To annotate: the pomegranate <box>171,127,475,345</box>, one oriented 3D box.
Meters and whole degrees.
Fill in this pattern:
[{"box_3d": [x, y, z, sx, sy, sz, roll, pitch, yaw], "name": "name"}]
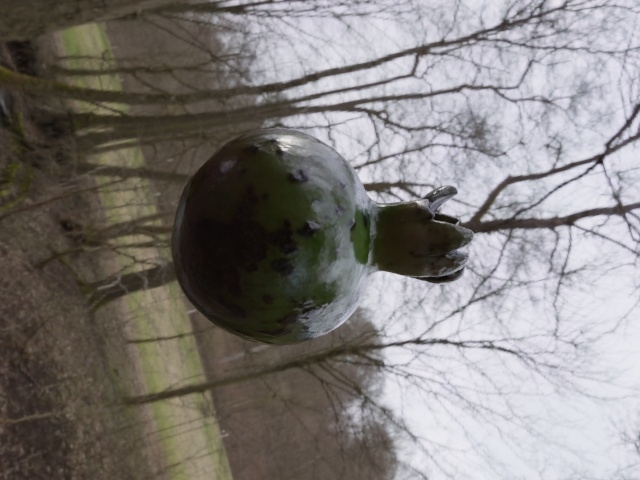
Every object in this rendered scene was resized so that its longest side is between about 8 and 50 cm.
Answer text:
[{"box_3d": [-0.006, 0.005, 0.706, 0.242, 0.306, 0.242, -170, -90, -72], "name": "pomegranate"}]
